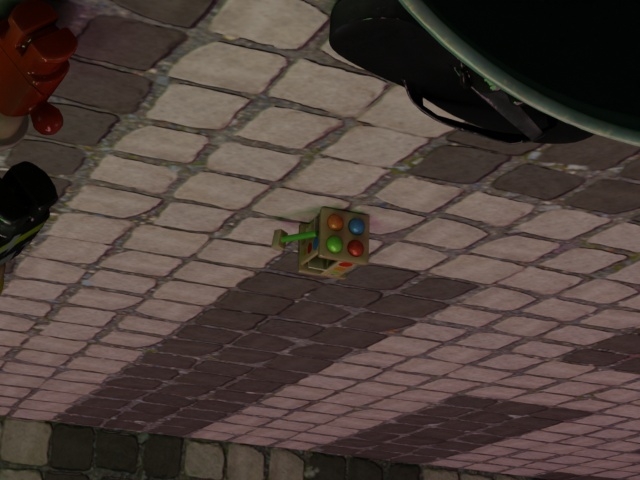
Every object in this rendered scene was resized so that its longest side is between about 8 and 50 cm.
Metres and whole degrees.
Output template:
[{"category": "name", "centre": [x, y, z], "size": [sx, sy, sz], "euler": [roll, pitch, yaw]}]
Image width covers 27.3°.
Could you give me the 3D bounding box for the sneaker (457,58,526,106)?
[{"category": "sneaker", "centre": [0.108, -0.138, 0.866], "size": [0.063, 0.074, 0.170], "euler": [-13, 156, 36]}]

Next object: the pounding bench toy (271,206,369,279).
[{"category": "pounding bench toy", "centre": [0.000, 0.000, 1.304], "size": [0.083, 0.052, 0.065], "euler": [10, 159, -21]}]

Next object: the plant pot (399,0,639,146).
[{"category": "plant pot", "centre": [0.126, -0.183, 0.493], "size": [0.293, 0.293, 0.196], "euler": [4, -173, -6]}]

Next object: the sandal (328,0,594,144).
[{"category": "sandal", "centre": [0.106, -0.110, 0.976], "size": [0.254, 0.054, 0.097], "euler": [17, 156, -36]}]

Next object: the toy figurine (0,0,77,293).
[{"category": "toy figurine", "centre": [-0.281, -0.072, 0.890], "size": [0.213, 0.209, 0.148], "euler": [14, 147, -28]}]
